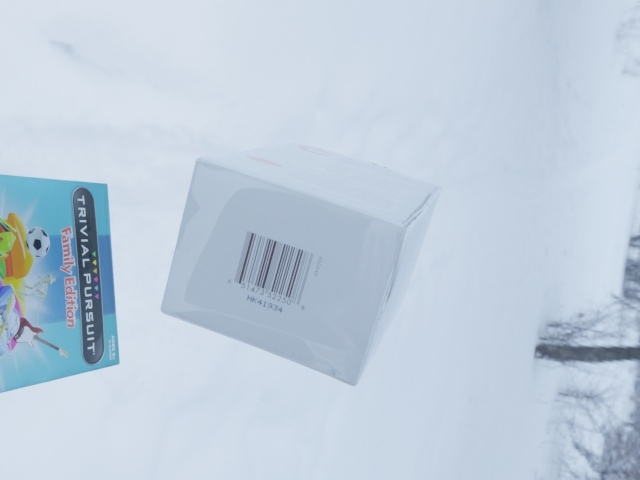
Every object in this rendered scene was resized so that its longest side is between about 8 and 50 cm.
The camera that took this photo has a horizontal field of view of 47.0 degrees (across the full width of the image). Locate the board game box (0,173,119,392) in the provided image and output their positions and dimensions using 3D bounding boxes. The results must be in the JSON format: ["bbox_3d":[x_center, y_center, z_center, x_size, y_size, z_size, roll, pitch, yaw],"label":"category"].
[{"bbox_3d":[-0.386,0.050,0.878,0.336,0.079,0.254,-2,88,-65],"label":"board game box"}]

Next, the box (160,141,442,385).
[{"bbox_3d":[0.000,0.000,0.855,0.345,0.215,0.168,-34,142,-72],"label":"box"}]
